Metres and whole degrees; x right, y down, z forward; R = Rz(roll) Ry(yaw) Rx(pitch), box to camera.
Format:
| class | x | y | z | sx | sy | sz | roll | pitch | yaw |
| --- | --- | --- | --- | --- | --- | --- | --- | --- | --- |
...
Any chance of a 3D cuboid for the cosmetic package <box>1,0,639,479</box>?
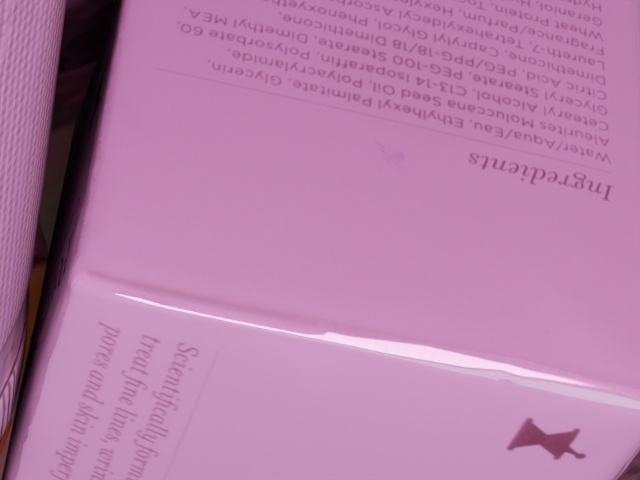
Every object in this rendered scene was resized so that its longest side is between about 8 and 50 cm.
| class | x | y | z | sx | sy | sz | roll | pitch | yaw |
| --- | --- | --- | --- | --- | --- | --- | --- | --- | --- |
| cosmetic package | 0.000 | 0.000 | 0.520 | 0.151 | 0.183 | 0.151 | 13 | 139 | -9 |

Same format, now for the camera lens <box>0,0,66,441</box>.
| class | x | y | z | sx | sy | sz | roll | pitch | yaw |
| --- | --- | --- | --- | --- | --- | --- | --- | --- | --- |
| camera lens | -0.170 | -0.032 | 0.392 | 0.219 | 0.219 | 0.274 | -11 | 138 | -27 |

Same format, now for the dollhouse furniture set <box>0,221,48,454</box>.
| class | x | y | z | sx | sy | sz | roll | pitch | yaw |
| --- | --- | --- | --- | --- | --- | --- | --- | --- | --- |
| dollhouse furniture set | -0.055 | 0.100 | 0.696 | 0.262 | 0.135 | 0.259 | -3 | 135 | -33 |
